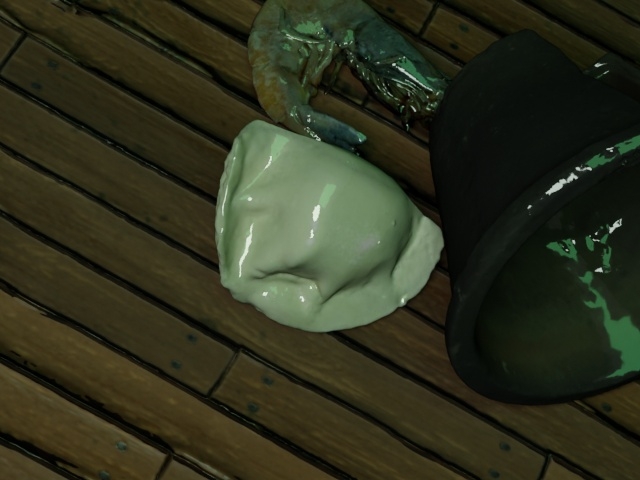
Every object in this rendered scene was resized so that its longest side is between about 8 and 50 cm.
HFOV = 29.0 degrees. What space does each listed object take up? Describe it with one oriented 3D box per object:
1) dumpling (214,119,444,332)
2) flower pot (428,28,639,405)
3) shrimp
[{"bbox_3d":[0.000,0.000,1.211,0.252,0.131,0.179,26,79,-27],"label":"dumpling"},{"bbox_3d":[0.242,-0.041,1.200,0.380,0.379,0.251,-12,49,-21],"label":"flower pot"},{"bbox_3d":[0.040,-0.161,1.315,0.289,0.075,0.178,42,69,5],"label":"shrimp"}]
